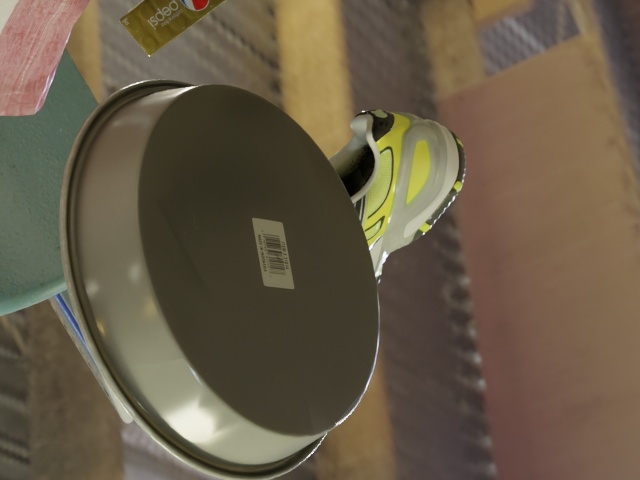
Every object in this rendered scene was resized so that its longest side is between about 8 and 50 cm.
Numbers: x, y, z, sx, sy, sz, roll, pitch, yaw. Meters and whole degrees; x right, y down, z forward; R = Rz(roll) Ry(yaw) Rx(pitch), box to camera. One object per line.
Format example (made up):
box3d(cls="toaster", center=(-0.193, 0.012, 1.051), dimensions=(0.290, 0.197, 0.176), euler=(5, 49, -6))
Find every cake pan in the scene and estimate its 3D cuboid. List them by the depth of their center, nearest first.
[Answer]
box3d(cls="cake pan", center=(-0.055, 0.018, 1.093), dimensions=(0.293, 0.054, 0.293), euler=(30, -130, -43))

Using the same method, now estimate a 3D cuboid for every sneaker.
box3d(cls="sneaker", center=(0.000, 0.000, 1.849), dimensions=(0.147, 0.385, 0.145), euler=(26, -164, -37))

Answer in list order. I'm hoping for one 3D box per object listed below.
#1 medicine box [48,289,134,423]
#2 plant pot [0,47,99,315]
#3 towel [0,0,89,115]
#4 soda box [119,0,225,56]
box3d(cls="medicine box", center=(-0.240, 0.038, 1.805), dimensions=(0.263, 0.149, 0.289), euler=(56, 168, 16))
box3d(cls="plant pot", center=(-0.347, -0.031, 1.452), dimensions=(0.252, 0.247, 0.247), euler=(-39, -76, -40))
box3d(cls="towel", center=(-0.255, -0.111, 0.921), dimensions=(0.329, 0.237, 0.037), euler=(-29, -106, -43))
box3d(cls="soda box", center=(-0.161, -0.298, 1.923), dimensions=(0.061, 0.181, 0.058), euler=(51, -138, -12))
